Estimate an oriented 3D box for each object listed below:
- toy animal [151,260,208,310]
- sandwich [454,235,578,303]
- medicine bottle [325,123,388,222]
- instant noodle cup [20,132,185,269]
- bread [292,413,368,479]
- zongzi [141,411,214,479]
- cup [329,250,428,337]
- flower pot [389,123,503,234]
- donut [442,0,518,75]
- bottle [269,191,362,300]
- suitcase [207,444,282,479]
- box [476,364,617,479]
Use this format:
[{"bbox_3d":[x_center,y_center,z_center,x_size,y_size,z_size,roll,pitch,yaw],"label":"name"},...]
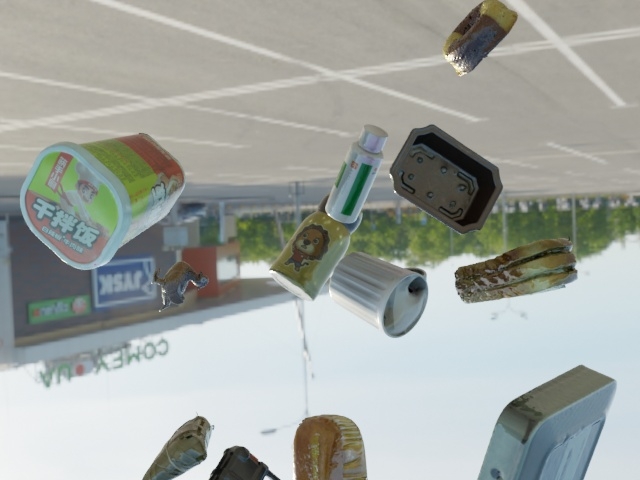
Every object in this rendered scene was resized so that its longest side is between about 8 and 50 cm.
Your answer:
[{"bbox_3d":[-0.476,0.161,2.516,0.179,0.188,0.089,16,-169,-5],"label":"toy animal"},{"bbox_3d":[0.463,0.066,1.608,0.288,0.100,0.254,-4,167,-42],"label":"sandwich"},{"bbox_3d":[0.096,-0.171,1.940,0.095,0.260,0.095,17,-148,-11],"label":"medicine bottle"},{"bbox_3d":[-0.500,-0.117,1.800,0.293,0.294,0.308,-1,-162,23],"label":"instant noodle cup"},{"bbox_3d":[0.018,0.665,2.234,0.204,0.288,0.156,-6,169,37],"label":"bread"},{"bbox_3d":[-0.325,0.473,1.679,0.178,0.081,0.189,-36,-173,3],"label":"zongzi"},{"bbox_3d":[0.155,0.130,1.871,0.202,0.167,0.221,25,-172,41],"label":"cup"},{"bbox_3d":[0.270,-0.133,1.686,0.251,0.179,0.084,31,171,-11],"label":"flower pot"},{"bbox_3d":[0.266,-0.348,1.277,0.059,0.140,0.140,38,169,-16],"label":"donut"},{"bbox_3d":[0.000,0.000,2.323,0.171,0.351,0.171,30,166,8],"label":"bottle"},{"bbox_3d":[-0.135,0.599,1.607,0.066,0.285,0.206,-23,-152,52],"label":"suitcase"},{"bbox_3d":[0.447,0.474,1.541,0.111,0.396,0.396,26,-157,38],"label":"box"}]
